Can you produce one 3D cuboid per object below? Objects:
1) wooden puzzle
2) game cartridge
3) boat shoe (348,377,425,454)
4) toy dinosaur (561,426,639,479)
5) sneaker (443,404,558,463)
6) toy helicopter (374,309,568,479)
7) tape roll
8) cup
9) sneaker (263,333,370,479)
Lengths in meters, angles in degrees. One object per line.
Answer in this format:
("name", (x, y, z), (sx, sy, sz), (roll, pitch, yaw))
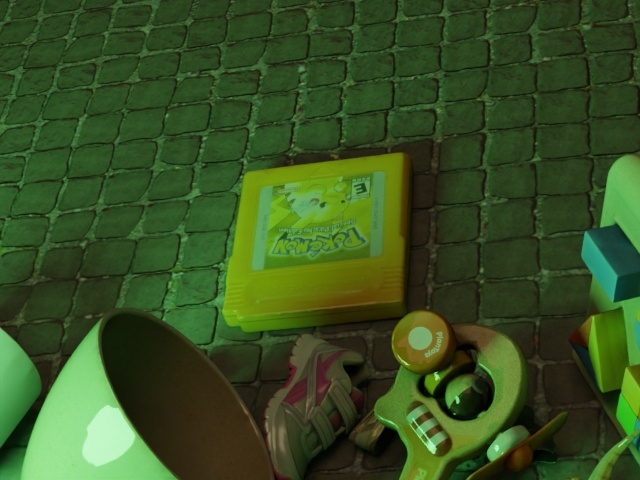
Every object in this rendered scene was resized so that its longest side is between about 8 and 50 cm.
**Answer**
("wooden puzzle", (0.403, 0.117, 1.884), (0.080, 0.348, 0.322), (-8, 41, -16))
("game cartridge", (0.000, 0.000, 2.346), (0.285, 0.052, 0.323), (-7, 44, 12))
("boat shoe", (0.097, 0.228, 2.083), (0.048, 0.056, 0.153), (22, 63, 29))
("toy dinosaur", (0.341, 0.324, 1.884), (0.112, 0.064, 0.211), (12, 82, 37))
("sneaker", (0.230, 0.263, 2.004), (0.170, 0.051, 0.089), (-4, 42, 11))
("toy helicopter", (0.165, 0.278, 1.935), (0.235, 0.140, 0.355), (21, 78, 23))
("tape roll", (-0.551, 0.215, 2.172), (0.246, 0.246, 0.169), (13, 52, 29))
("cup", (-0.255, 0.291, 1.986), (0.237, 0.331, 0.331), (-40, 41, 16))
("sneaker", (-0.001, 0.233, 2.075), (0.111, 0.103, 0.252), (1, 47, 21))
